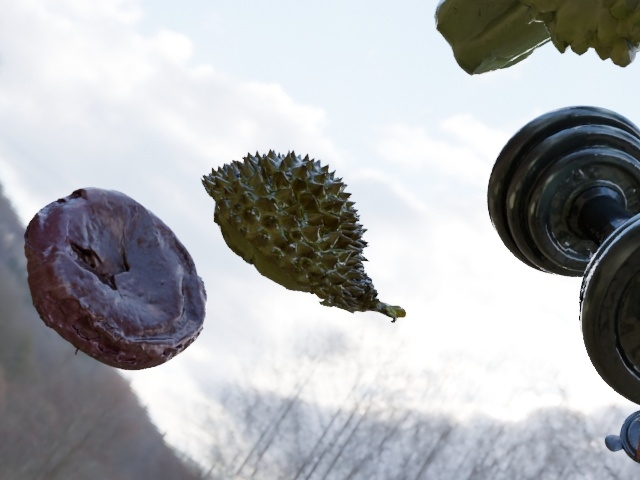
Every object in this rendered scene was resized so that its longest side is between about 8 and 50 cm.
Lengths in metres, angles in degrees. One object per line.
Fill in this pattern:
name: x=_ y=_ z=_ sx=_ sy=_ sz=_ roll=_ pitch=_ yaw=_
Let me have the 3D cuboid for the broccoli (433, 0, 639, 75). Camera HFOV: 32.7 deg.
broccoli: x=0.208 y=-0.220 z=0.762 sx=0.293 sy=0.347 sz=0.281 roll=34 pitch=-50 yaw=-29

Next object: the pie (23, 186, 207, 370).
pie: x=-0.179 y=0.033 z=0.965 sx=0.182 sy=0.182 sz=0.049 roll=40 pitch=-55 yaw=-17

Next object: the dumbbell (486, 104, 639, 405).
dumbbell: x=0.267 y=0.002 z=0.951 sx=0.179 sy=0.179 sz=0.406 roll=41 pitch=11 yaw=-19

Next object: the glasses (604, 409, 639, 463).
glasses: x=0.458 y=0.144 z=1.425 sx=0.118 sy=0.234 sz=0.268 roll=18 pitch=-35 yaw=29

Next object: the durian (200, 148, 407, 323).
durian: x=0.000 y=0.000 z=0.890 sx=0.208 sy=0.102 sz=0.146 roll=41 pitch=11 yaw=-14
